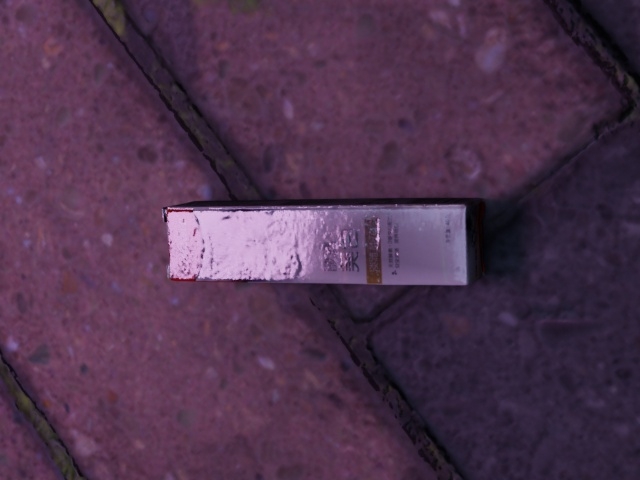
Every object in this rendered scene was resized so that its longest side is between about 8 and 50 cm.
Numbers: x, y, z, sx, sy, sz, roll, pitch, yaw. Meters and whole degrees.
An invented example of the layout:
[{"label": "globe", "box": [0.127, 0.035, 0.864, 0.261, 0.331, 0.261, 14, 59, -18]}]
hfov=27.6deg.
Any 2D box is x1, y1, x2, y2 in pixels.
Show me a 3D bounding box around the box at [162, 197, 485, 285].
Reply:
[{"label": "box", "box": [0.000, 0.000, 0.866, 0.218, 0.039, 0.055, -1, 96, 23]}]
